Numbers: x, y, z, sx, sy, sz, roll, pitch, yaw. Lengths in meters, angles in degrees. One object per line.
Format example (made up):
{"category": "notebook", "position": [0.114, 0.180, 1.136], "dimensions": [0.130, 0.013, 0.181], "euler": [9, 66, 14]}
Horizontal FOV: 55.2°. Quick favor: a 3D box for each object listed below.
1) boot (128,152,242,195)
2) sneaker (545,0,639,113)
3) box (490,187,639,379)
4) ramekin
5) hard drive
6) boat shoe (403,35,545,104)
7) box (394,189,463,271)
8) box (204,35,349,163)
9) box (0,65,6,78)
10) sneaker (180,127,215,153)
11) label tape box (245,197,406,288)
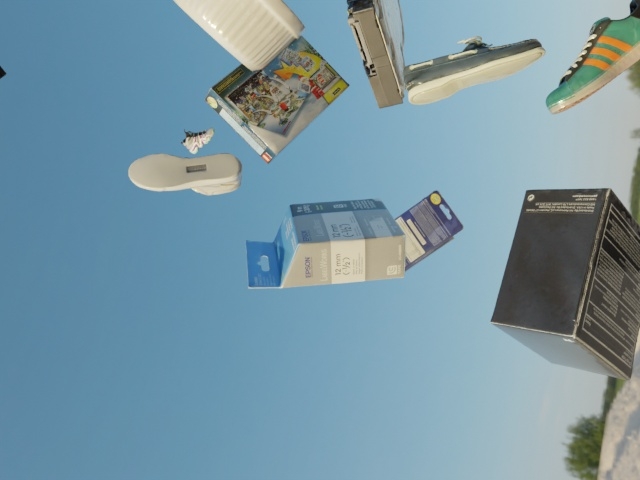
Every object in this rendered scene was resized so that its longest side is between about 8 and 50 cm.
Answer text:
{"category": "boot", "position": [-0.313, -0.144, 1.457], "dimensions": [0.123, 0.258, 0.095], "euler": [103, 164, -71]}
{"category": "sneaker", "position": [0.594, -0.395, 1.316], "dimensions": [0.302, 0.121, 0.108], "euler": [-37, -5, 2]}
{"category": "box", "position": [0.516, 0.088, 1.234], "dimensions": [0.296, 0.183, 0.294], "euler": [32, -110, -39]}
{"category": "ramekin", "position": [-0.134, -0.363, 0.962], "dimensions": [0.109, 0.207, 0.207], "euler": [-48, -27, 9]}
{"category": "hard drive", "position": [0.124, -0.479, 1.300], "dimensions": [0.237, 0.064, 0.338], "euler": [61, -153, -46]}
{"category": "boat shoe", "position": [0.278, -0.326, 1.130], "dimensions": [0.095, 0.255, 0.079], "euler": [13, -117, -64]}
{"category": "box", "position": [0.262, -0.019, 1.658], "dimensions": [0.136, 0.225, 0.036], "euler": [58, -166, 18]}
{"category": "box", "position": [-0.073, -0.270, 1.118], "dimensions": [0.159, 0.044, 0.233], "euler": [45, -120, -5]}
{"category": "box", "position": [-0.654, -0.285, 1.019], "dimensions": [0.180, 0.078, 0.147], "euler": [-55, -48, -32]}
{"category": "sneaker", "position": [-0.340, -0.286, 1.668], "dimensions": [0.069, 0.098, 0.038], "euler": [37, -158, -32]}
{"category": "label tape box", "position": [0.000, 0.000, 1.425], "dimensions": [0.249, 0.348, 0.115], "euler": [-108, 16, -65]}
